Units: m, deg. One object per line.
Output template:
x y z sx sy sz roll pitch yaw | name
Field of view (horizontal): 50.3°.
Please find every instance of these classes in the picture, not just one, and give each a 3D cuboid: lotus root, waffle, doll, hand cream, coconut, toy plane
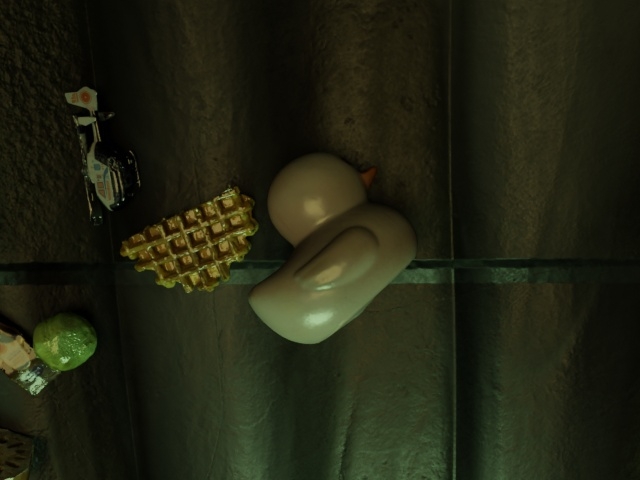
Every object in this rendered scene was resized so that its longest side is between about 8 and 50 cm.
-0.518 0.364 1.076 0.112 0.122 0.081 9 113 -20 | lotus root
-0.182 -0.010 0.974 0.160 0.046 0.192 33 105 -2 | waffle
0.000 0.000 0.883 0.251 0.221 0.221 -44 95 -11 | doll
-0.484 0.169 1.065 0.062 0.039 0.163 -41 98 -1 | hand cream
-0.388 0.153 1.024 0.096 0.088 0.088 -32 98 9 | coconut
-0.308 -0.118 0.962 0.078 0.053 0.197 -3 108 17 | toy plane
